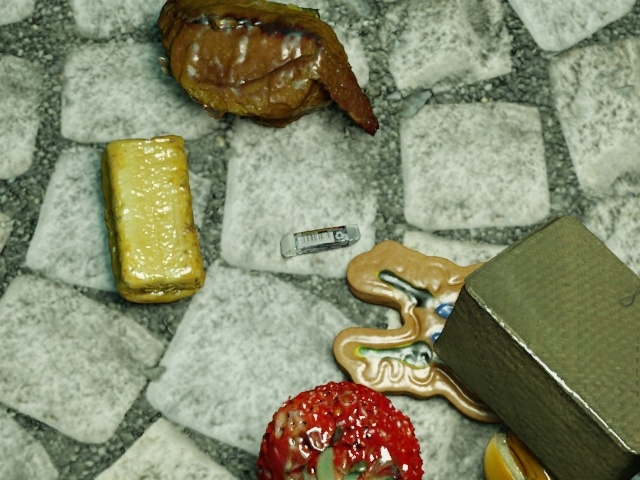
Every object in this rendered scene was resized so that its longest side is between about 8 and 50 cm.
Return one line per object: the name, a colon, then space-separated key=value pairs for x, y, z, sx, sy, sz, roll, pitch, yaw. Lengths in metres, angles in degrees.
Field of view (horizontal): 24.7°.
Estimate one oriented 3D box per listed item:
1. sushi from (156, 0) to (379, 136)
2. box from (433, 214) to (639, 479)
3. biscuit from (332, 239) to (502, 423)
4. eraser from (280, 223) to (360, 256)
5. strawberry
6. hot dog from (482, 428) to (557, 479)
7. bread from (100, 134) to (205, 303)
sushi: x=-0.070 y=-0.227 z=1.836 sx=0.296 sy=0.179 sz=0.167 roll=7 pitch=92 yaw=18
box: x=0.289 y=0.132 z=1.634 sx=0.184 sy=0.143 sz=0.273 roll=-32 pitch=68 yaw=-30
biscuit: x=0.183 y=0.115 z=1.760 sx=0.333 sy=0.047 sz=0.202 roll=13 pitch=69 yaw=3
eraser: x=0.000 y=0.000 z=1.813 sx=0.099 sy=0.019 sz=0.027 roll=-9 pitch=55 yaw=-5
strawberry: x=0.028 y=0.235 z=1.651 sx=0.186 sy=0.184 sz=0.201 roll=-11 pitch=30 yaw=18
hot dog: x=0.305 y=0.349 z=1.644 sx=0.135 sy=0.100 sz=0.337 roll=-24 pitch=71 yaw=-11
bread: x=-0.207 y=-0.027 z=1.786 sx=0.113 sy=0.083 sz=0.211 roll=-5 pitch=69 yaw=-9
